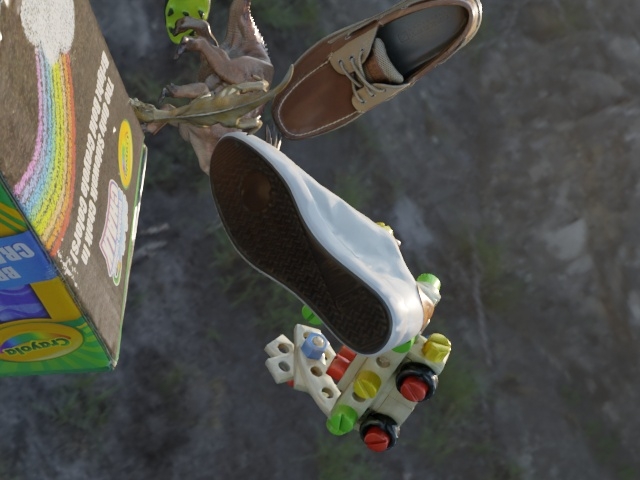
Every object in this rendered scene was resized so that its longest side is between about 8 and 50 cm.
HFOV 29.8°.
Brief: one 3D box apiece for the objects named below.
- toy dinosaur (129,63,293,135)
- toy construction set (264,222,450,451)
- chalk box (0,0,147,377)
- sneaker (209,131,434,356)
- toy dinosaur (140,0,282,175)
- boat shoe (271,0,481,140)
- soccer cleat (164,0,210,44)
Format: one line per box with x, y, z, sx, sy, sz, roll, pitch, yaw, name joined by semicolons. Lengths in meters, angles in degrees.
-0.081;-0.115;1.047;0.092;0.183;0.053;-21;102;-60;toy dinosaur
0.035;0.126;1.428;0.215;0.328;0.151;31;54;1;toy construction set
-0.210;-0.035;0.673;0.289;0.179;0.180;77;12;-52;chalk box
0.000;0.000;1.246;0.290;0.106;0.123;49;31;19;sneaker
-0.111;-0.178;1.548;0.200;0.127;0.296;20;89;-18;toy dinosaur
0.070;-0.242;1.613;0.123;0.324;0.116;53;10;-11;boat shoe
-0.169;-0.346;1.580;0.060;0.179;0.072;9;27;-1;soccer cleat
